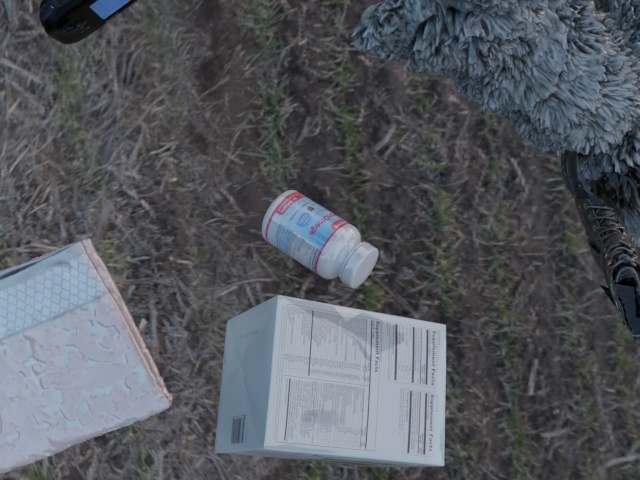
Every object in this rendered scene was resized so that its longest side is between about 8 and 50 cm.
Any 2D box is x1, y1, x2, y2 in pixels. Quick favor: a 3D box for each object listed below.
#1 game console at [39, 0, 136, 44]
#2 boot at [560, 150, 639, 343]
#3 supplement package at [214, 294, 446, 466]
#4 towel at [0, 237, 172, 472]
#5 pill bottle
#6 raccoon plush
[{"bbox_3d":[-0.107,-0.299,0.752,0.361,0.213,0.044,-35,87,0],"label":"game console"},{"bbox_3d":[0.424,-0.012,1.125,0.091,0.229,0.262,-18,110,19],"label":"boot"},{"bbox_3d":[0.014,0.210,1.102,0.263,0.199,0.198,12,70,-23],"label":"supplement package"},{"bbox_3d":[-0.451,0.192,1.260,0.332,0.053,0.316,-22,101,8],"label":"towel"},{"bbox_3d":[0.000,0.000,1.124,0.160,0.087,0.087,32,71,21],"label":"pill bottle"},{"bbox_3d":[0.243,-0.146,0.769,0.446,0.216,0.299,50,41,7],"label":"raccoon plush"}]
